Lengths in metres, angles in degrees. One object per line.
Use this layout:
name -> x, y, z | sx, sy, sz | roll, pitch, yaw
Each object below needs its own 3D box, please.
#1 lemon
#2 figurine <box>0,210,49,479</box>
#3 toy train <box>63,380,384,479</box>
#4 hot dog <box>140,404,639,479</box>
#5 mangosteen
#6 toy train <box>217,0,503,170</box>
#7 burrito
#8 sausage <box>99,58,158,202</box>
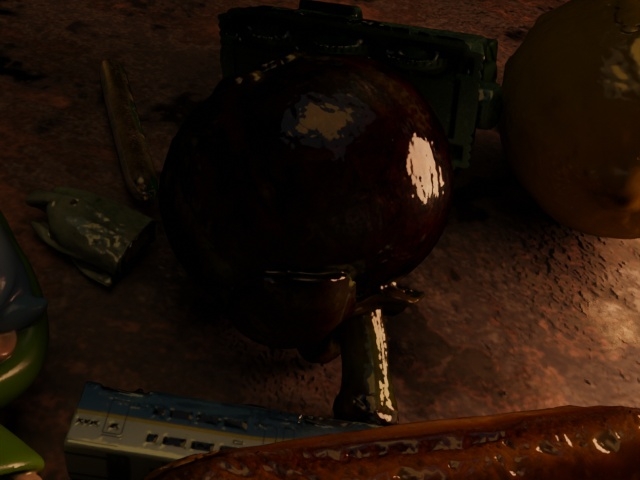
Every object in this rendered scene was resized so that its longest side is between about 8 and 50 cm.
lemon -> 0.313, -0.134, 0.685 | 0.260, 0.260, 0.284 | 27, 27, 15
figurine -> -0.239, 0.084, 0.382 | 0.162, 0.143, 0.263 | -12, 63, -18
toy train -> -0.041, 0.140, 0.427 | 0.233, 0.052, 0.051 | 11, 43, -4
hot dog -> 0.063, 0.180, 0.359 | 0.348, 0.117, 0.158 | -4, 61, -18
mangosteen -> 0.000, 0.000, 0.506 | 0.231, 0.231, 0.289 | -14, 88, -29
toy train -> 0.049, -0.189, 0.723 | 0.330, 0.139, 0.178 | 17, 35, 25
burrito -> -0.203, -0.012, 0.563 | 0.118, 0.044, 0.074 | 28, 46, 10
sausage -> -0.207, -0.125, 0.696 | 0.032, 0.033, 0.269 | -6, 44, -22
